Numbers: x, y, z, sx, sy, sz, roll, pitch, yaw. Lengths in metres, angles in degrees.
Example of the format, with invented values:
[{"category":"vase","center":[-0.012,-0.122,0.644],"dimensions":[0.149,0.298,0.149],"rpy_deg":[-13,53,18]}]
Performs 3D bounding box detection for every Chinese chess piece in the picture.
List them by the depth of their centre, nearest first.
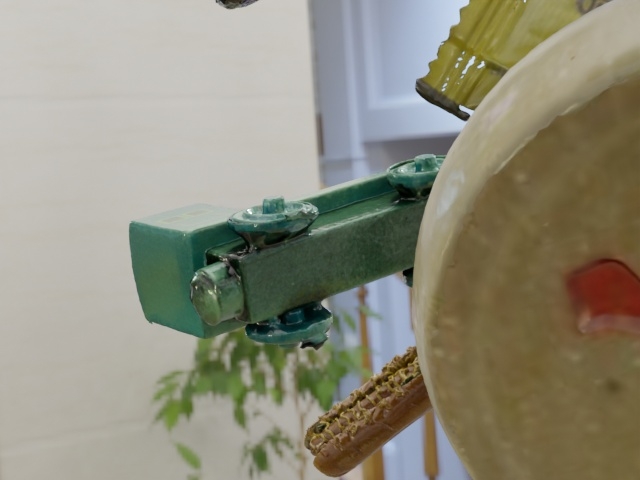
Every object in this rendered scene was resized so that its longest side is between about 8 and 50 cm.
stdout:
[{"category":"Chinese chess piece","center":[0.216,0.030,0.646],"dimensions":[0.338,0.338,0.140],"rpy_deg":[-3,22,16]}]

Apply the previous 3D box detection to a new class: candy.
[{"category":"candy","center":[0.239,-0.110,0.965],"dimensions":[0.297,0.187,0.081],"rpy_deg":[31,-10,0]}]

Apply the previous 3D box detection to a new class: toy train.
[{"category":"toy train","center":[0.000,0.000,1.072],"dimensions":[0.298,0.120,0.194],"rpy_deg":[-17,15,-33]}]

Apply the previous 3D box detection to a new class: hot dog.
[{"category":"hot dog","center":[0.057,0.165,1.239],"dimensions":[0.165,0.045,0.071],"rpy_deg":[-39,30,5]}]

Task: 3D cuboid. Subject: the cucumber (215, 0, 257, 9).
[{"category":"cucumber","center":[-0.004,-0.255,0.917],"dimensions":[0.303,0.081,0.072],"rpy_deg":[-27,22,48]}]
